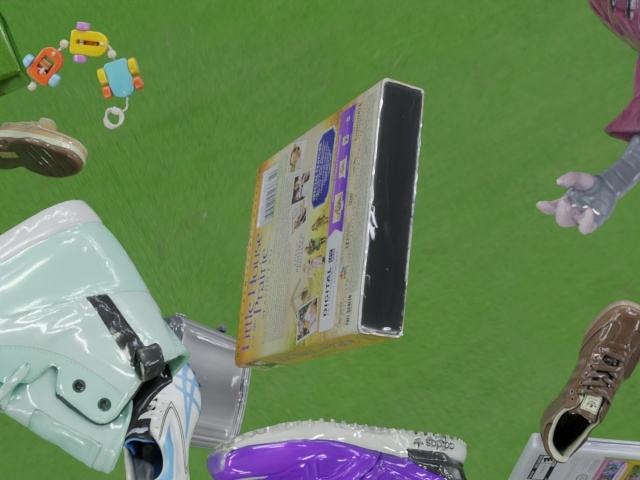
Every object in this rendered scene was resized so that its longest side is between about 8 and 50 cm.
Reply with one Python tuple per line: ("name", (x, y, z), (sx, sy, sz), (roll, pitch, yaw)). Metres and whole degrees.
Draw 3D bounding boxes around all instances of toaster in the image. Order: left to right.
("toaster", (-0.197, 0.230, 1.778), (0.146, 0.129, 0.227), (17, 72, -28))

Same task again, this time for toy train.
("toy train", (-0.332, -0.237, 1.674), (0.166, 0.046, 0.125), (33, 96, -1))

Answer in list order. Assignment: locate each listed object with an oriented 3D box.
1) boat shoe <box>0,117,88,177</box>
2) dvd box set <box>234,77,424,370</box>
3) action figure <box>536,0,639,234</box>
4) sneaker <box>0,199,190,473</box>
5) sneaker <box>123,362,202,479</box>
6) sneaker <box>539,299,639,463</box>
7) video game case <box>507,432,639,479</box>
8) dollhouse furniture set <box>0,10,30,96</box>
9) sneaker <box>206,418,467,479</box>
("boat shoe", (-0.363, -0.130, 1.509), (0.190, 0.068, 0.072), (11, 51, 33))
("dvd box set", (0.000, 0.000, 1.521), (0.062, 0.420, 0.307), (12, 74, -21))
("action figure", (0.219, -0.151, 0.647), (0.276, 0.370, 0.248), (-26, 120, -1))
("sneaker", (-0.199, 0.096, 0.692), (0.256, 0.094, 0.151), (-36, 74, -23))
("sneaker", (-0.201, 0.228, 1.450), (0.085, 0.086, 0.237), (-25, 43, 22))
("sneaker", (0.289, 0.153, 1.217), (0.066, 0.071, 0.188), (21, 115, -3))
("video game case", (0.312, 0.293, 1.368), (0.193, 0.212, 0.023), (6, 49, -5))
("dollhouse furniture set", (-0.471, -0.282, 1.296), (0.197, 0.151, 0.301), (-22, 93, -7))
("sneaker", (0.029, 0.261, 1.156), (0.293, 0.102, 0.146), (10, 67, -28))
